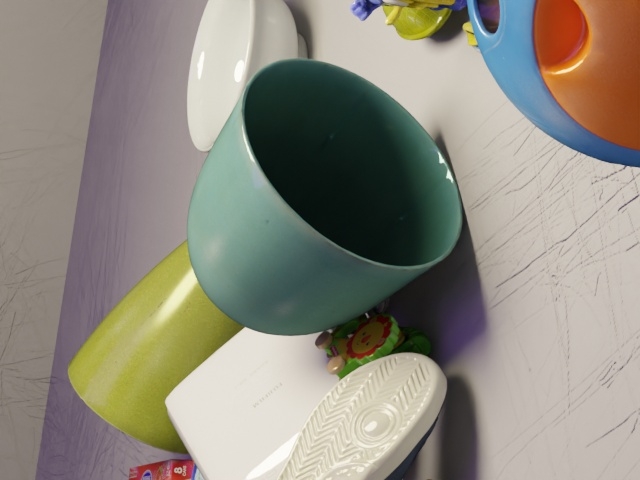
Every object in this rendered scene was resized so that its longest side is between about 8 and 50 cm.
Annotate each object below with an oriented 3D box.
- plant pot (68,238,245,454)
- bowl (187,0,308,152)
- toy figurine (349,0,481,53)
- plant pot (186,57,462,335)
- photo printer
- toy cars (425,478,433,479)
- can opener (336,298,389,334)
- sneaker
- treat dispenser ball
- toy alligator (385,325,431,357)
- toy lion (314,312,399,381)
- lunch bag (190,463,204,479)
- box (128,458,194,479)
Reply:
[{"bbox_3d":[-0.219,0.147,1.892,0.293,0.274,0.275,-58,29,13],"label":"plant pot"},{"bbox_3d":[-0.108,-0.279,1.888,0.298,0.134,0.298,-171,90,-67],"label":"bowl"},{"bbox_3d":[0.103,-0.317,1.284,0.362,0.217,0.191,27,109,62],"label":"toy figurine"},{"bbox_3d":[-0.021,-0.026,1.362,0.235,0.293,0.293,-46,41,40],"label":"plant pot"},{"bbox_3d":[-0.045,0.221,1.458,0.256,0.107,0.307,-39,31,-4],"label":"photo printer"},{"bbox_3d":[0.110,0.438,1.203,0.176,0.087,0.394,141,132,-58],"label":"toy cars"},{"bbox_3d":[0.000,0.000,1.539,0.280,0.093,0.074,55,144,34],"label":"can opener"},{"bbox_3d":[0.033,0.287,1.279,0.131,0.148,0.350,26,73,44],"label":"sneaker"},{"bbox_3d":[0.250,-0.195,0.842,0.288,0.288,0.288,-172,90,-67],"label":"treat dispenser ball"},{"bbox_3d":[0.092,0.124,1.407,0.051,0.056,0.189,-38,13,-11],"label":"toy alligator"},{"bbox_3d":[0.047,0.118,1.359,0.096,0.034,0.100,-41,26,5],"label":"toy lion"},{"bbox_3d":[-0.128,0.402,1.711,0.096,0.128,0.151,-151,72,-66],"label":"lunch bag"},{"bbox_3d":[-0.237,0.440,1.957,0.257,0.122,0.128,152,124,-62],"label":"box"}]
